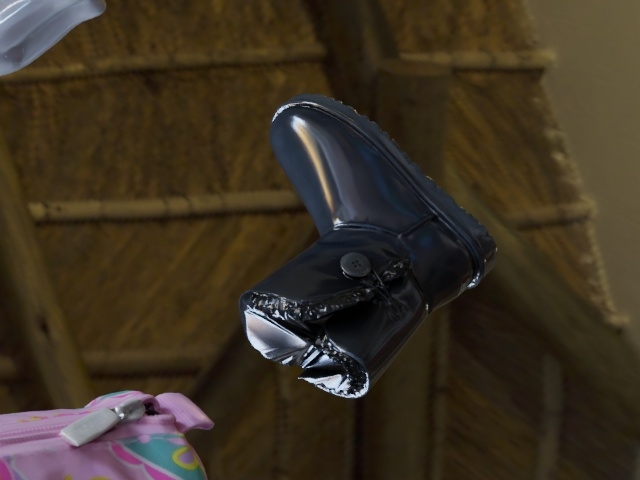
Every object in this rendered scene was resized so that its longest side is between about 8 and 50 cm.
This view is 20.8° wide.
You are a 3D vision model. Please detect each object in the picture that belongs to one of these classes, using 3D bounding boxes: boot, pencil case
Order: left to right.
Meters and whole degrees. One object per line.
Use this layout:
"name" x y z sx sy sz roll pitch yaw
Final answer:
"pencil case" -0.182 0.129 0.784 0.284 0.124 0.124 -1 -73 -40
"boot" 0.000 0.000 1.455 0.207 0.246 0.094 -37 -20 -37

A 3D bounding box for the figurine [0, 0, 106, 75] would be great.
"figurine" -0.289 -0.161 1.250 0.209 0.092 0.215 -39 -36 13
